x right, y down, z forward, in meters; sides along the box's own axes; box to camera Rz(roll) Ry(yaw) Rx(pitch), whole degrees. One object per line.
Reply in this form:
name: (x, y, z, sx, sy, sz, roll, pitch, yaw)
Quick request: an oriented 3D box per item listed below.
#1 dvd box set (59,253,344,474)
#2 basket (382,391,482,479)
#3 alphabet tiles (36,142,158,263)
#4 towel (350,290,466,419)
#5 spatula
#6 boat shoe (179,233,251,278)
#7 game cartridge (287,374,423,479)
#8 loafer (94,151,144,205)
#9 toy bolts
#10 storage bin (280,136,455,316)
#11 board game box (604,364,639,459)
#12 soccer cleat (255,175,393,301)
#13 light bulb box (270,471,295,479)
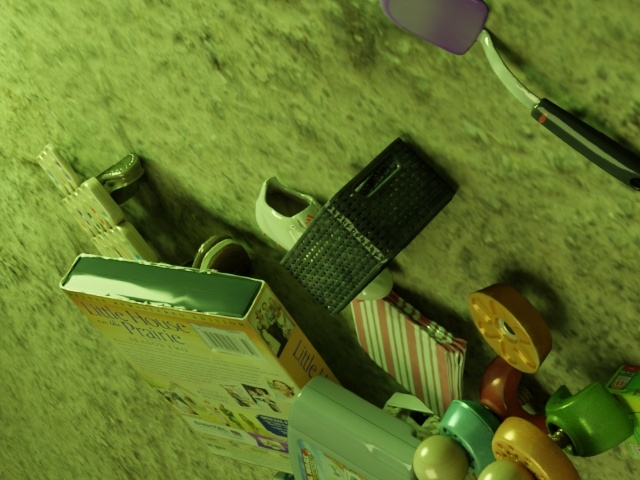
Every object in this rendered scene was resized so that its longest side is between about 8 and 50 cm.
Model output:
dvd box set: (-0.111, 0.178, 1.716, 0.308, 0.062, 0.420, 6, 146, 36)
basket: (0.129, 0.288, 1.636, 0.113, 0.103, 0.167, 8, 132, 47)
alphabet tiles: (-0.296, -0.016, 1.833, 0.278, 0.021, 0.284, 54, 164, -8)
towel: (0.101, 0.120, 1.523, 0.197, 0.029, 0.144, 39, 151, 39)
spatula: (0.172, -0.135, 1.139, 0.296, 0.030, 0.084, 42, 151, 8)
boat shoe: (-0.156, 0.063, 1.744, 0.095, 0.095, 0.257, 41, 151, 19)
game cartridge: (0.052, 0.297, 1.589, 0.198, 0.062, 0.297, 22, 143, 28)
loafer: (-0.262, -0.078, 1.751, 0.050, 0.056, 0.148, 52, 160, -11)
toy bolts: (0.168, 0.179, 1.357, 0.218, 0.158, 0.228, 53, 162, 1)
storage bin: (0.047, -0.011, 1.360, 0.084, 0.122, 0.180, 46, 151, 3)
board game box: (0.365, 0.175, 1.255, 0.181, 0.043, 0.092, 4, 129, 51)
soccer cleat: (0.000, 0.000, 1.494, 0.196, 0.068, 0.076, 35, 146, 26)
light bulb box: (0.075, 0.541, 1.891, 0.361, 0.225, 0.357, 23, 144, 35)
